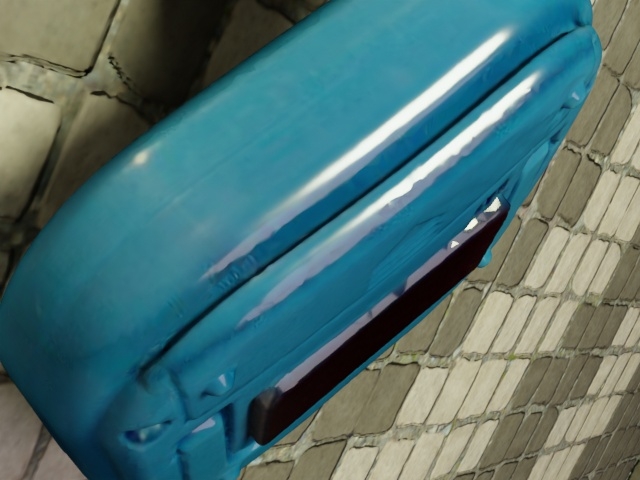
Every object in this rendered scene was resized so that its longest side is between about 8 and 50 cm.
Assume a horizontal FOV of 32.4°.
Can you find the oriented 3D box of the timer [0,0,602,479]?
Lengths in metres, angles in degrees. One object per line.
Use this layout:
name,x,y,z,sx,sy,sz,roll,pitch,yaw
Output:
timer,0.000,0.000,0.590,0.340,0.115,0.309,-38,166,-18
